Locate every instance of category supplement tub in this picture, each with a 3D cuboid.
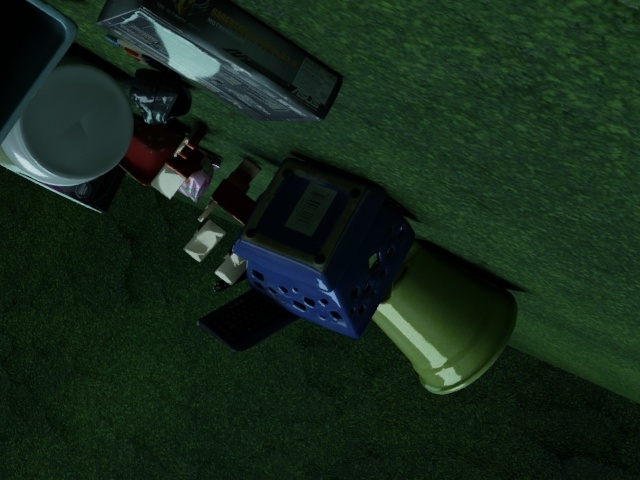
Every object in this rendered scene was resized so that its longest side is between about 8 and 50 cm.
[{"bbox_3d":[-0.496,-0.226,1.590,0.235,0.235,0.325,29,173,-34],"label":"supplement tub"}]

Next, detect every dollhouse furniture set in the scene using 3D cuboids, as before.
[{"bbox_3d":[-0.184,-0.088,1.667,0.259,0.135,0.262,39,-148,-11],"label":"dollhouse furniture set"}]

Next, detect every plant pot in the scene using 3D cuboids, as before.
[{"bbox_3d":[0.226,0.139,1.819,0.254,0.276,0.276,40,170,-18],"label":"plant pot"},{"bbox_3d":[0.000,0.000,1.502,0.236,0.236,0.212,22,161,26],"label":"plant pot"},{"bbox_3d":[-0.525,-0.290,1.155,0.248,0.247,0.252,31,-171,-43],"label":"plant pot"}]

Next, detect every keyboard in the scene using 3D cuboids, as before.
[{"bbox_3d":[-0.099,0.092,1.640,0.201,0.317,0.033,28,132,37],"label":"keyboard"}]

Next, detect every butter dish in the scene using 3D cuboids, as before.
[{"bbox_3d":[-0.335,-0.203,1.757,0.160,0.118,0.160,38,-141,29],"label":"butter dish"}]

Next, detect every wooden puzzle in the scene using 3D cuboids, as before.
[{"bbox_3d":[-0.256,-0.268,1.263,0.116,0.014,0.078,23,174,26],"label":"wooden puzzle"}]

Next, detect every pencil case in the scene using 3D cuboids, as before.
[{"bbox_3d":[-0.372,-0.197,1.955,0.284,0.124,0.124,26,175,-8],"label":"pencil case"}]

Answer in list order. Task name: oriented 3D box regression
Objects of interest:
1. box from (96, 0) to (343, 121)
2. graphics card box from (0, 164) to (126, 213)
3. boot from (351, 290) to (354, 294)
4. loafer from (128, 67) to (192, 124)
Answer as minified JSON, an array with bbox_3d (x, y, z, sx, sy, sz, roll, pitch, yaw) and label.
[{"bbox_3d":[-0.114,-0.209,0.950,0.231,0.056,0.183,29,174,-28],"label":"box"},{"bbox_3d":[-0.647,-0.241,2.140,0.371,0.233,0.094,25,174,17],"label":"graphics card box"},{"bbox_3d":[0.055,0.045,1.781,0.094,0.207,0.246,-18,-156,-28],"label":"boot"},{"bbox_3d":[-0.240,-0.216,1.346,0.078,0.076,0.223,17,179,-1],"label":"loafer"}]
